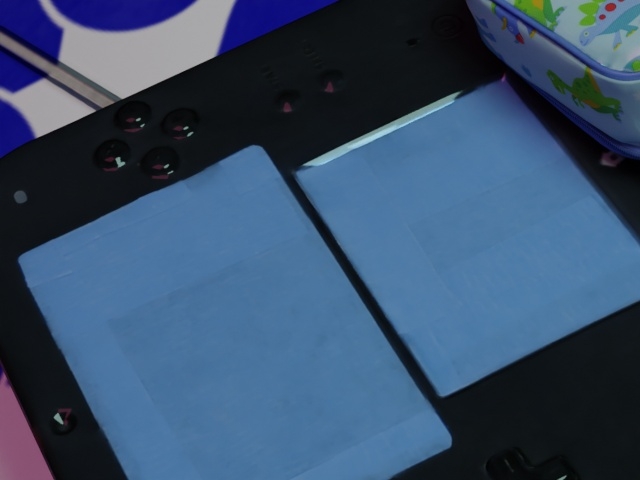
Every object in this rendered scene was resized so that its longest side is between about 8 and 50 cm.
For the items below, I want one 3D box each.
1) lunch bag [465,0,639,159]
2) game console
[{"bbox_3d":[0.188,-0.157,0.992,0.219,0.090,0.176,-41,50,-10],"label":"lunch bag"},{"bbox_3d":[0.015,0.032,0.972,0.342,0.060,0.386,-28,51,-6],"label":"game console"}]
